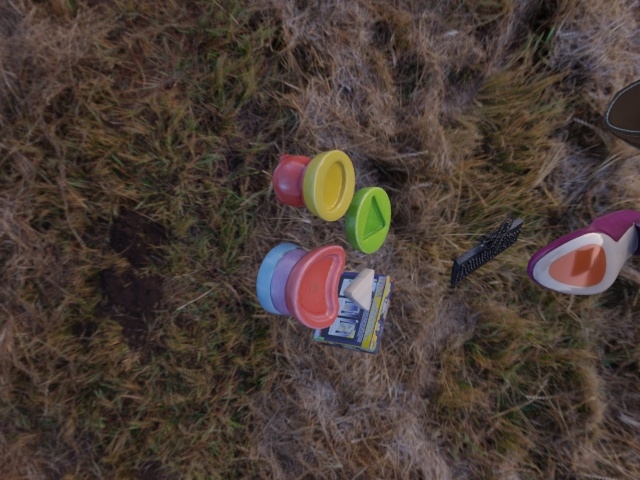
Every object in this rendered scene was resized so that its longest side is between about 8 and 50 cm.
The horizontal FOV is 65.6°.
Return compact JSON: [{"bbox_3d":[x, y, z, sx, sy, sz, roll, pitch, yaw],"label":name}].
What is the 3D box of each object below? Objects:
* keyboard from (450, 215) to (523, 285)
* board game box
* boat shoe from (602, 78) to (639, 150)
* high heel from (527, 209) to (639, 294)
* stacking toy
[{"bbox_3d":[0.341,0.022,0.991,0.192,0.100,0.038,-31,48,-20],"label":"keyboard"},{"bbox_3d":[0.075,0.156,1.102,0.141,0.048,0.170,5,64,30],"label":"board game box"},{"bbox_3d":[0.409,-0.157,0.512,0.120,0.324,0.122,19,96,-10],"label":"boat shoe"},{"bbox_3d":[0.527,0.015,1.000,0.378,0.181,0.127,-7,106,-20],"label":"high heel"},{"bbox_3d":[0.000,0.000,0.940,0.130,0.280,0.308,12,89,35],"label":"stacking toy"}]
